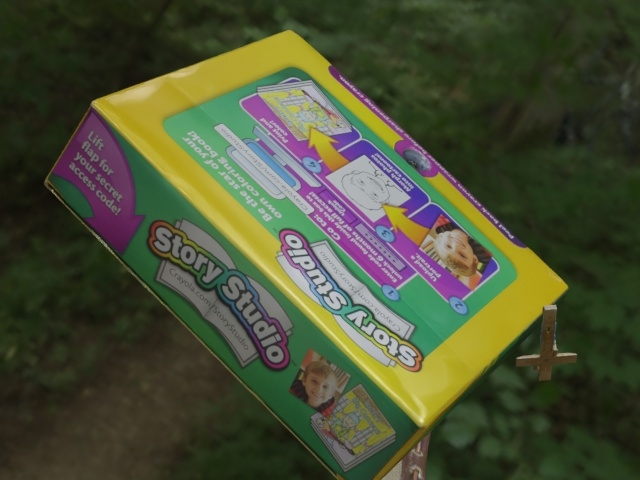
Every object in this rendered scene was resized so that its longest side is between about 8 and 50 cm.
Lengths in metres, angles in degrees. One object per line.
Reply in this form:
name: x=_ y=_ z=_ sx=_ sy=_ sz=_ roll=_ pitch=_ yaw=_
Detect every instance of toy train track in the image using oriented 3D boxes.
toy train track: x=0.177 y=0.078 z=1.173 sx=0.048 sy=0.014 sz=0.083 roll=-4 pitch=-45 yaw=0

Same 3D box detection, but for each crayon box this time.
crayon box: x=0.000 y=0.000 z=1.280 sx=0.363 sy=0.106 sz=0.313 roll=44 pitch=35 yaw=10

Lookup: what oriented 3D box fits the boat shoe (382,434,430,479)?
boat shoe: x=0.090 y=0.296 z=1.522 sx=0.123 sy=0.123 sz=0.342 roll=2 pitch=40 yaw=-5
